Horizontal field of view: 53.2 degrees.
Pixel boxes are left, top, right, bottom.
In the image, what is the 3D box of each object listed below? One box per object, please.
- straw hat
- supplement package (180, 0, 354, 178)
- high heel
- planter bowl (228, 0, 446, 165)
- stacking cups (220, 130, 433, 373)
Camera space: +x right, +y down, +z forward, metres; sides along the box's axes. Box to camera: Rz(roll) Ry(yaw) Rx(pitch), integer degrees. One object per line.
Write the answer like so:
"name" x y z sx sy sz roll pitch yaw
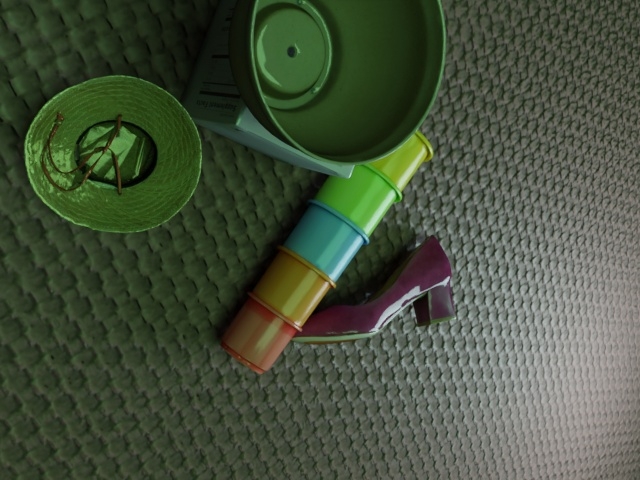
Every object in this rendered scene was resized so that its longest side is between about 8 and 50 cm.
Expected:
"straw hat" -0.182 -0.079 0.569 0.144 0.061 0.144 -5 104 -18
"supplement package" -0.014 -0.202 0.608 0.139 0.134 0.244 21 91 -37
"high heel" 0.065 0.061 0.804 0.244 0.082 0.117 -8 80 -22
"planter bowl" -0.003 -0.144 0.480 0.162 0.109 0.162 -9 108 -31
"stacking cups" 0.000 0.000 0.712 0.316 0.096 0.096 -54 128 -10
